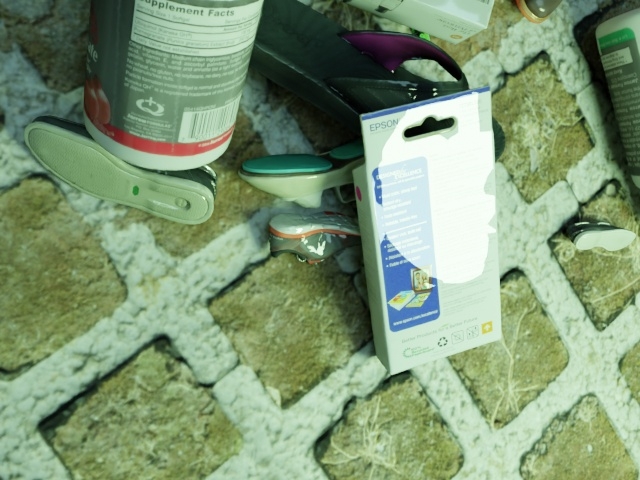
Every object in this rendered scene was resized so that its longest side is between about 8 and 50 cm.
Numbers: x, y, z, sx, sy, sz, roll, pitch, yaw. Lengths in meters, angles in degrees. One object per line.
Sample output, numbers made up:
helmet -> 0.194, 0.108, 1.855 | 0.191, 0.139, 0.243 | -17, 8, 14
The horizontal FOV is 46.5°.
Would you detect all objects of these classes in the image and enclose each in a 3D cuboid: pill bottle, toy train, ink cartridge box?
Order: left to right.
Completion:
pill bottle -> -0.152, -0.247, 0.789 | 0.176, 0.318, 0.176 | 12, 40, -10
toy train -> 0.145, -0.318, 1.090 | 0.024, 0.017, 0.083 | -18, 96, -33
ink cartridge box -> 0.143, -0.010, 0.977 | 0.176, 0.069, 0.371 | -15, 118, -14
pill bottle -> 0.575, -0.194, 1.167 | 0.204, 0.204, 0.361 | -19, 96, -22

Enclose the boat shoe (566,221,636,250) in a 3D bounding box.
boat shoe -> 0.451, -0.009, 1.199 | 0.125, 0.038, 0.046 | -3, 133, -22

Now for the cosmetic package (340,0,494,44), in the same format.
cosmetic package -> 0.108, -0.341, 1.017 | 0.239, 0.099, 0.060 | 16, 88, -15

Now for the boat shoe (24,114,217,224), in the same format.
boat shoe -> -0.237, -0.094, 0.903 | 0.233, 0.084, 0.079 | 21, 45, -15

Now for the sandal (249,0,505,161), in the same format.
sandal -> 0.081, -0.216, 0.980 | 0.446, 0.107, 0.167 | 23, 50, -20

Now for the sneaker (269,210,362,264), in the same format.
sneaker -> 0.000, 0.000, 1.009 | 0.158, 0.061, 0.065 | 3, 115, -22

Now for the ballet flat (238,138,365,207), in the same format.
ballet flat -> 0.011, -0.084, 0.998 | 0.248, 0.086, 0.086 | -14, 94, -24

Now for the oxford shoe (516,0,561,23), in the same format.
oxford shoe -> 0.384, -0.461, 1.149 | 0.097, 0.098, 0.271 | 30, 78, -20
